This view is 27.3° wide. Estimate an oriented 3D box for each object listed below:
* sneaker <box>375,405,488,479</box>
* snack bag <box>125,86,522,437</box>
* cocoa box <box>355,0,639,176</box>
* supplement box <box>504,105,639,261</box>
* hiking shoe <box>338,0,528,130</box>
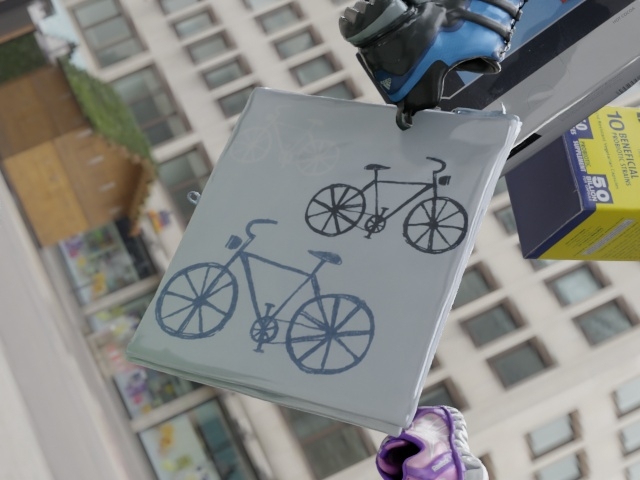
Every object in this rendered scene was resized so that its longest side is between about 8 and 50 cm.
[{"bbox_3d":[0.110,0.242,1.488,0.236,0.104,0.095,-116,-135,-75],"label":"sneaker"},{"bbox_3d":[0.000,0.000,1.290,0.323,0.343,0.037,10,-24,30],"label":"snack bag"},{"bbox_3d":[0.266,-0.251,1.770,0.228,0.347,0.231,57,15,9],"label":"cocoa box"},{"bbox_3d":[0.513,-0.091,2.188,0.195,0.356,0.194,132,-46,-56],"label":"supplement box"},{"bbox_3d":[0.156,-0.235,1.328,0.132,0.304,0.113,62,-23,-13],"label":"hiking shoe"}]
